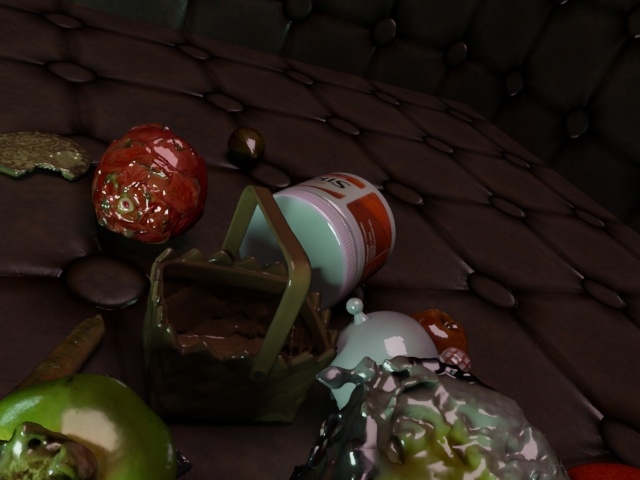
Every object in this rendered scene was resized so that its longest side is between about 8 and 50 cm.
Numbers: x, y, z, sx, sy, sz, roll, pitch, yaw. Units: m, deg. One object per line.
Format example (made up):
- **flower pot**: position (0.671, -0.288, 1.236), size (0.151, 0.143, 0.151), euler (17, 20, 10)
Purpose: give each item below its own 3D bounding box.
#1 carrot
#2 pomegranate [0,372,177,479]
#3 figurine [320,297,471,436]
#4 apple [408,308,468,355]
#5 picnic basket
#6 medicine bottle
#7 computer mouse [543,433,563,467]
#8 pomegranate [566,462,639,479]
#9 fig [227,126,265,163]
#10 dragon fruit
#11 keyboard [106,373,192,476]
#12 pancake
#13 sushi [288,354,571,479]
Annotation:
- **carrot**: position (-0.375, 0.200, 0.778), size (0.070, 0.070, 0.342), euler (23, 27, -1)
- **pomegranate**: position (-0.254, 0.239, 0.567), size (0.235, 0.302, 0.236), euler (9, 58, -15)
- **figurine**: position (0.136, 0.263, 0.894), size (0.281, 0.167, 0.370), euler (-26, 70, -14)
- **apple**: position (0.197, 0.212, 1.067), size (0.156, 0.158, 0.147), euler (29, 30, 5)
- **picnic basket**: position (-0.114, 0.102, 0.872), size (0.291, 0.321, 0.254), euler (10, 28, -27)
- **medicine bottle**: position (0.000, 0.000, 1.180), size (0.252, 0.253, 0.240), euler (33, 31, 17)
- **computer mouse**: position (0.337, 0.392, 0.964), size (0.231, 0.071, 0.126), euler (14, 42, -32)
- **pomegranate**: position (0.439, 0.447, 0.812), size (0.257, 0.220, 0.221), euler (54, 32, -2)
- **fig**: position (-0.203, -0.263, 1.625), size (0.109, 0.103, 0.155), euler (-18, 36, -20)
- **dragon fruit**: position (-0.343, -0.111, 1.154), size (0.240, 0.241, 0.252), euler (6, 19, -28)
- **keyboard**: position (-0.265, 0.264, 0.802), size (0.198, 0.010, 0.063), euler (37, 33, 24)
- **pancake**: position (-0.636, -0.196, 1.278), size (0.235, 0.029, 0.212), euler (3, 34, -32)
- **sushi**: position (0.101, 0.315, 0.645), size (0.281, 0.294, 0.300), euler (11, 43, -9)
